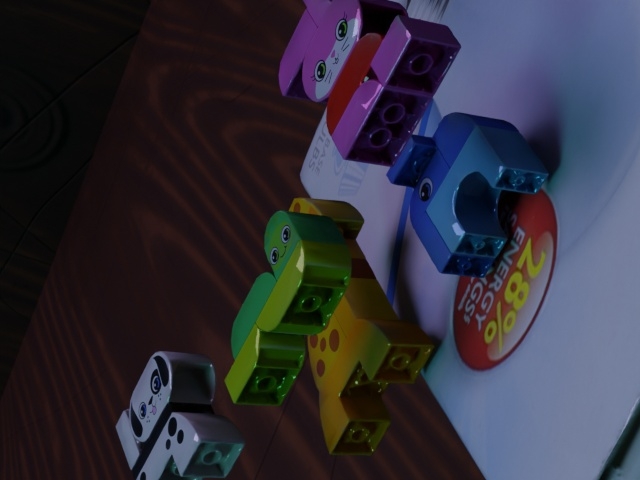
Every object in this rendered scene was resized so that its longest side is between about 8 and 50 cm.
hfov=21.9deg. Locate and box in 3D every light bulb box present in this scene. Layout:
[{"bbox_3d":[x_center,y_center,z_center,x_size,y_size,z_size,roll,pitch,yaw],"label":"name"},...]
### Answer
[{"bbox_3d":[0.188,-0.083,0.625,0.361,0.225,0.358,-122,53,-66],"label":"light bulb box"}]

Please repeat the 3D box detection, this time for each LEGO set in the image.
[{"bbox_3d":[0.000,0.000,0.591,0.227,0.087,0.093,-61,38,31],"label":"LEGO set"}]
